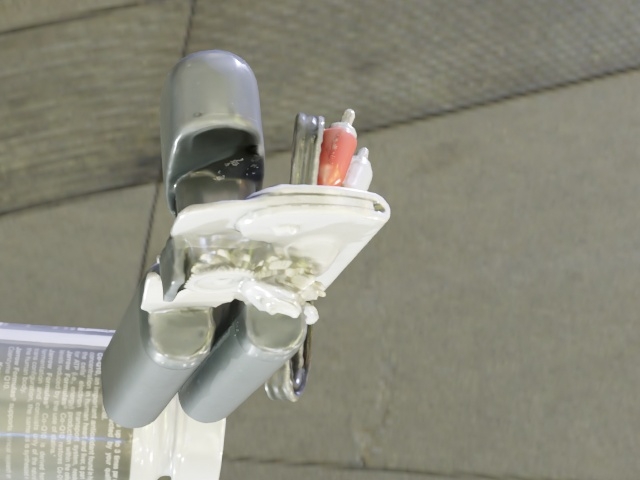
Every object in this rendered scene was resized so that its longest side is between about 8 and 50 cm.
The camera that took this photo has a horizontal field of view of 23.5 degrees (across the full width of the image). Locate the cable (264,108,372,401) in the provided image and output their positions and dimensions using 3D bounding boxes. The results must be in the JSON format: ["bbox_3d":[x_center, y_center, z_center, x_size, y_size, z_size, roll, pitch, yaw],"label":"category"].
[{"bbox_3d":[0.000,0.000,1.331,0.072,0.139,0.287,1,45,7],"label":"cable"}]

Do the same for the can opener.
[{"bbox_3d":[-0.041,0.016,0.628,0.074,0.280,0.093,-1,69,-14],"label":"can opener"}]

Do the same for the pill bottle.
[{"bbox_3d":[-0.237,0.167,1.519,0.283,0.161,0.161,5,53,-6],"label":"pill bottle"}]
